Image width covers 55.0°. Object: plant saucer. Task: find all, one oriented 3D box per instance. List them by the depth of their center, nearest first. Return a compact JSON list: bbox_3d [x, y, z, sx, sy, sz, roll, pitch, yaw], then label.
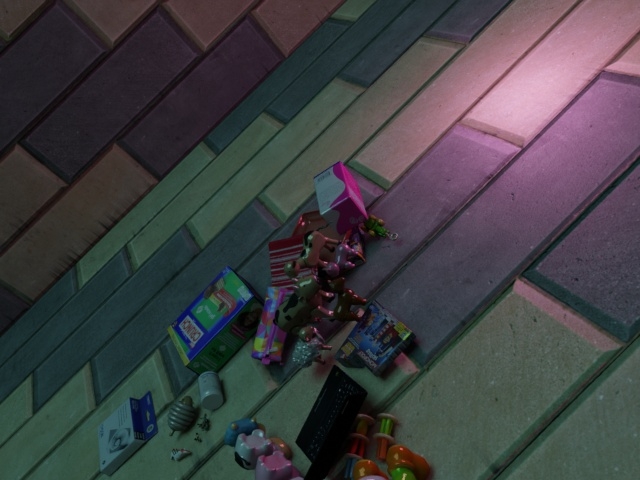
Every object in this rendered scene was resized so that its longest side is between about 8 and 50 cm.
[{"bbox_3d":[0.000,0.000,2.013,0.259,0.047,0.258,-10,45,41],"label":"plant saucer"}]

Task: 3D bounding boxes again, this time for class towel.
[{"bbox_3d":[-0.086,0.123,1.936,0.199,0.031,0.274,-11,81,41],"label":"towel"}]

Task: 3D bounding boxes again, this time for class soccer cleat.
[{"bbox_3d":[-0.423,0.646,1.854,0.083,0.029,0.035,-17,50,39],"label":"soccer cleat"}]

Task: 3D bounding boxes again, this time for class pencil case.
[{"bbox_3d":[-0.141,0.257,1.862,0.105,0.105,0.236,-2,73,46],"label":"pencil case"}]

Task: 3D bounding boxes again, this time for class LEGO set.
[{"bbox_3d":[-0.357,0.572,1.875,0.054,0.023,0.083,15,77,55],"label":"LEGO set"}]

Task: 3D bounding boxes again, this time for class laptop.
[{"bbox_3d":[-0.002,0.434,1.474,0.234,0.137,0.264,-63,30,0],"label":"laptop"}]

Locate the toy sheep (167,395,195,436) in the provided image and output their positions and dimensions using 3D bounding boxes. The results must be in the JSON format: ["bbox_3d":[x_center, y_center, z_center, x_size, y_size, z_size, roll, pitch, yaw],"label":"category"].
[{"bbox_3d":[-0.439,0.550,1.927,0.091,0.091,0.132,6,71,49],"label":"toy sheep"}]

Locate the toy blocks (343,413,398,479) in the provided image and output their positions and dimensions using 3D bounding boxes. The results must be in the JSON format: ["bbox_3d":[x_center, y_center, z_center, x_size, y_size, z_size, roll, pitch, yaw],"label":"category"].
[{"bbox_3d":[0.114,0.484,1.436,0.123,0.054,0.148,-14,43,38],"label":"toy blocks"}]

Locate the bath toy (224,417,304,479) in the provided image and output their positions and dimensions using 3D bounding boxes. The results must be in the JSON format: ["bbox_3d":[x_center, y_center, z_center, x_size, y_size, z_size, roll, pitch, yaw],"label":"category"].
[{"bbox_3d":[-0.114,0.578,1.514,0.348,0.152,0.128,32,116,53],"label":"bath toy"}]

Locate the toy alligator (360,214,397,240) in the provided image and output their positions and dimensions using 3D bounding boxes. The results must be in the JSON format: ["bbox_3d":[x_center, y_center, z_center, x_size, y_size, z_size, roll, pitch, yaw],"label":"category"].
[{"bbox_3d":[0.187,-0.031,1.937,0.190,0.051,0.056,33,86,46],"label":"toy alligator"}]

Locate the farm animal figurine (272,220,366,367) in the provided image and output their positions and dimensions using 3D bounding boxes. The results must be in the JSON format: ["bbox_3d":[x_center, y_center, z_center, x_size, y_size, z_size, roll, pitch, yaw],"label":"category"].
[{"bbox_3d":[-0.032,0.143,1.734,0.326,0.172,0.330,-58,30,22],"label":"farm animal figurine"}]

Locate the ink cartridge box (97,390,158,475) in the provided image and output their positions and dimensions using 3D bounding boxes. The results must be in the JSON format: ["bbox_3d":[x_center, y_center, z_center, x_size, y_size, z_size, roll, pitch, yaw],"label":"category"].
[{"bbox_3d":[-0.662,0.642,2.092,0.224,0.045,0.223,-43,33,1],"label":"ink cartridge box"}]

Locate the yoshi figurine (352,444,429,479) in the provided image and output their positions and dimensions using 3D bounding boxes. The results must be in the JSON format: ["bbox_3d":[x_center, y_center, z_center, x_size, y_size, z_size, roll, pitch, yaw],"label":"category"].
[{"bbox_3d":[0.155,0.602,1.206,0.203,0.203,0.362,7,29,2],"label":"yoshi figurine"}]

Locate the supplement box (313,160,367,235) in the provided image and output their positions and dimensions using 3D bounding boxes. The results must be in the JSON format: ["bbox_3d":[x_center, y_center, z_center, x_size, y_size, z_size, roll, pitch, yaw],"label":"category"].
[{"bbox_3d":[0.061,-0.136,1.957,0.111,0.114,0.220,-31,33,16],"label":"supplement box"}]

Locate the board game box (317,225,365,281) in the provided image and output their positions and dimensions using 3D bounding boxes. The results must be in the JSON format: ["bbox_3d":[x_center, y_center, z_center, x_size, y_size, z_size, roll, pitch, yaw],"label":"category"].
[{"bbox_3d":[0.062,0.042,1.987,0.170,0.048,0.141,-27,38,24],"label":"board game box"}]

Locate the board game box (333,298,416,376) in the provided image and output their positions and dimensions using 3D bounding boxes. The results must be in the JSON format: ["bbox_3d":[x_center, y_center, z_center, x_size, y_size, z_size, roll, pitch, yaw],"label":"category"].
[{"bbox_3d":[0.138,0.279,1.633,0.194,0.060,0.194,-46,33,-2],"label":"board game box"}]

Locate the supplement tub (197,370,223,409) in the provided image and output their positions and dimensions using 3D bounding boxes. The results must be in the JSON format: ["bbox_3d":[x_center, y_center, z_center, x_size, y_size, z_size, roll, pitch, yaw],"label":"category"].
[{"bbox_3d":[-0.345,0.469,1.926,0.071,0.071,0.107,-39,34,8],"label":"supplement tub"}]

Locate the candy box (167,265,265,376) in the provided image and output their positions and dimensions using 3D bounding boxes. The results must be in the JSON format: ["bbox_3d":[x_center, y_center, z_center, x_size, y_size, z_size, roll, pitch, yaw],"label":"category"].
[{"bbox_3d":[-0.350,0.275,2.098,0.317,0.122,0.268,-48,34,-4],"label":"candy box"}]
